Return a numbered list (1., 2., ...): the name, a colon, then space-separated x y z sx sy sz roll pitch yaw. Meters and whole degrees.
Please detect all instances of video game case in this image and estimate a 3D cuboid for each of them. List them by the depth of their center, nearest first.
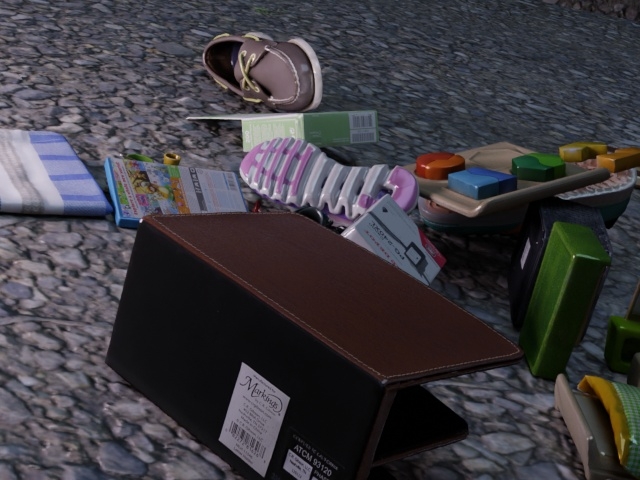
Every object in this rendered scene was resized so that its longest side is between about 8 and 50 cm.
1. video game case: -0.170 -0.051 1.533 0.166 0.015 0.119 6 38 -23

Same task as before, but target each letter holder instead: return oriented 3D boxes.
1. letter holder: -0.004 0.101 1.126 0.302 0.152 0.214 32 25 36

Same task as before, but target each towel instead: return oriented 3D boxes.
1. towel: -0.403 -0.087 1.480 0.285 0.034 0.209 3 25 -29

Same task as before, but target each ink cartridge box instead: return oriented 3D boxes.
1. ink cartridge box: 0.071 0.023 1.427 0.109 0.063 0.150 49 24 -2
2. ink cartridge box: -0.057 -0.162 1.879 0.235 0.056 0.171 1 7 41

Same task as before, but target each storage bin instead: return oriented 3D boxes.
1. storage bin: 0.283 0.028 1.534 0.084 0.122 0.180 15 21 -1

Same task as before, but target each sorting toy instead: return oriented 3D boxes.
1. sorting toy: 0.252 -0.098 1.627 0.307 0.041 0.229 -15 20 -29

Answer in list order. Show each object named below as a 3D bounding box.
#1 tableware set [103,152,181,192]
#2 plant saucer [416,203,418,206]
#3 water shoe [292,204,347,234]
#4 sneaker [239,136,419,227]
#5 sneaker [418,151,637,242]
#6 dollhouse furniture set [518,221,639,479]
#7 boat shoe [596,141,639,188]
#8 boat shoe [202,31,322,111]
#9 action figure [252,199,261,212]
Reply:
1. tableware set: -0.209 -0.082 1.610 0.104 0.024 0.154 15 21 0
2. plant saucer: 0.148 -0.064 1.819 0.192 0.018 0.067 4 24 -29
3. water shoe: 0.000 0.000 1.470 0.073 0.080 0.203 25 23 24
4. sneaker: 0.011 -0.053 1.599 0.236 0.104 0.095 17 61 18
5. sneaker: 0.280 -0.036 1.748 0.302 0.121 0.108 -7 47 -7
6. dollhouse furniture set: 0.341 0.121 1.302 0.197 0.151 0.301 12 22 -9
7. boat shoe: 0.586 -0.134 2.182 0.257 0.095 0.095 18 21 7
8. boat shoe: -0.093 -0.269 2.017 0.096 0.117 0.324 -6 20 -23
9. action figure: -0.060 -0.019 1.553 0.038 0.030 0.115 5 25 -38
